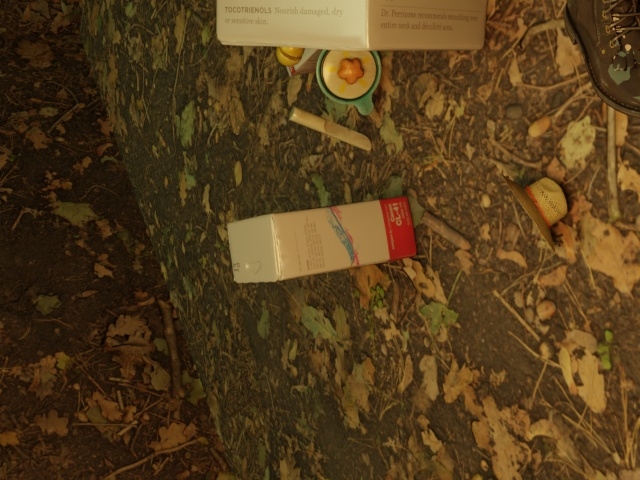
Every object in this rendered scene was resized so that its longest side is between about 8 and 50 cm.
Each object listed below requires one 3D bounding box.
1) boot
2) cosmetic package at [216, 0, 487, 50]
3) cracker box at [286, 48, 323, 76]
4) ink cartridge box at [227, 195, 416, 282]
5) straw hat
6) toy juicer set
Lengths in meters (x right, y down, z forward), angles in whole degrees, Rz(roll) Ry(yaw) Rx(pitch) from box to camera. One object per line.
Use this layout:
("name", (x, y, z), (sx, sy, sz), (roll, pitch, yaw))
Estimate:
("boot", (0.362, -0.298, 0.973), (0.229, 0.091, 0.263), (61, -175, -58))
("cosmetic package", (0.059, -0.507, 1.269), (0.327, 0.329, 0.393), (14, 109, 40))
("cracker box", (-0.020, -0.481, 1.742), (0.232, 0.067, 0.155), (-27, 81, 59))
("ink cartridge box", (0.000, 0.000, 1.576), (0.226, 0.306, 0.131), (-9, 88, 61))
("straw hat", (0.340, -0.058, 1.201), (0.061, 0.144, 0.144), (-34, 59, 15))
("toy juicer set", (0.019, -0.336, 1.571), (0.089, 0.209, 0.328), (-134, 45, -69))
